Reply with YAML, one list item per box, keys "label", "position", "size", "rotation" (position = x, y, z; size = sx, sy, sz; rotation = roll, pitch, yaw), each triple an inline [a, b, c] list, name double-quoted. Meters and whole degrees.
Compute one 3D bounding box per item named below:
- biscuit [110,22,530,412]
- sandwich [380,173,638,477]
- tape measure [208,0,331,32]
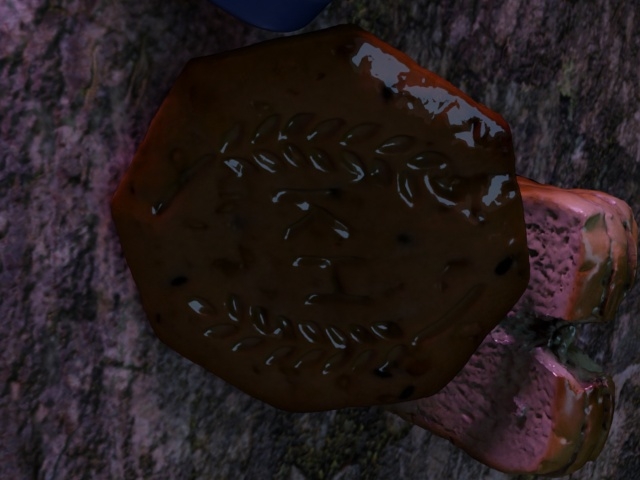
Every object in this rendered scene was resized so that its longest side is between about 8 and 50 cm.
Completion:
- label: "biscuit"
  position: [0.000, 0.000, 0.698]
  size: [0.359, 0.046, 0.359]
  rotation: [1, 116, 3]
- label: "sandwich"
  position: [0.170, 0.070, 0.798]
  size: [0.095, 0.249, 0.273]
  rotation: [-5, 106, -38]
- label: "tape measure"
  position: [-0.008, -0.240, 0.666]
  size: [0.351, 0.215, 0.098]
  rotation: [23, 133, -33]
